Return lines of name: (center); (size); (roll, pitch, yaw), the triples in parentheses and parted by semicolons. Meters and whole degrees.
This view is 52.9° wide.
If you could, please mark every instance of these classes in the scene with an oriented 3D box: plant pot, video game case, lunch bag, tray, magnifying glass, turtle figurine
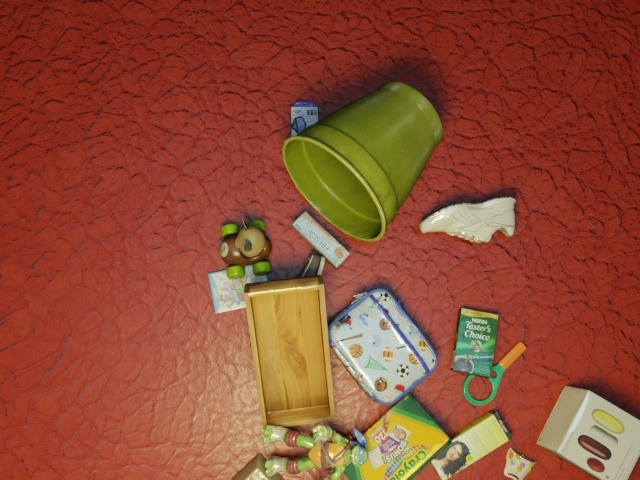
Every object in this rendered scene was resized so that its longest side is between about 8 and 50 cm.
plant pot: (-0.172, 0.661, 1.743); (0.109, 0.096, 0.109); (-42, 86, -7)
video game case: (-0.232, 0.137, 1.860); (0.166, 0.015, 0.119); (-11, 82, -4)
lunch bag: (0.169, 0.288, 1.809); (0.243, 0.115, 0.303); (-36, 86, -9)
tray: (-0.078, 0.303, 1.726); (0.203, 0.076, 0.410); (-6, 110, -4)
magnifying glass: (0.505, 0.380, 1.856); (0.231, 0.026, 0.092); (-42, 85, -6)
plant pot: (0.146, -0.249, 1.790); (0.366, 0.366, 0.353); (43, 71, 4)
turtle figurine: (-0.030, 0.566, 1.639); (0.266, 0.197, 0.274); (-1, 37, 25)

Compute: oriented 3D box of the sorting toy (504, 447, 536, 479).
sorting toy: (0.558, 0.642, 1.814); (0.083, 0.045, 0.075); (27, 100, 2)

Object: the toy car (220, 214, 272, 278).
toy car: (-0.212, 0.007, 1.784); (0.149, 0.188, 0.155); (-9, 74, -4)

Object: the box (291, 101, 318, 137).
box: (-0.048, -0.349, 1.936); (0.081, 0.028, 0.136); (0, 79, -3)

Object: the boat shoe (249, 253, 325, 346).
boat shoe: (-0.089, 0.176, 1.813); (0.097, 0.116, 0.324); (26, 87, -2)

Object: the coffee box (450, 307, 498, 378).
coffee box: (0.442, 0.293, 1.844); (0.113, 0.040, 0.184); (12, 75, 4)

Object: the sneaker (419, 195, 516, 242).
sneaker: (0.437, -0.050, 1.877); (0.297, 0.111, 0.129); (-9, 88, -3)

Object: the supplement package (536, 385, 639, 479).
supplement package: (0.753, 0.541, 1.778); (0.203, 0.149, 0.194); (30, 81, 1)

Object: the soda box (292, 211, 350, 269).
soda box: (0.000, 0.000, 1.867); (0.183, 0.063, 0.058); (44, 82, 5)

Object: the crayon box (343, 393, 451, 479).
crayon box: (0.198, 0.577, 1.754); (0.278, 0.081, 0.165); (-41, 62, -8)

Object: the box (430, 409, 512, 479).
box: (0.414, 0.574, 1.803); (0.232, 0.058, 0.087); (-31, 84, -7)
